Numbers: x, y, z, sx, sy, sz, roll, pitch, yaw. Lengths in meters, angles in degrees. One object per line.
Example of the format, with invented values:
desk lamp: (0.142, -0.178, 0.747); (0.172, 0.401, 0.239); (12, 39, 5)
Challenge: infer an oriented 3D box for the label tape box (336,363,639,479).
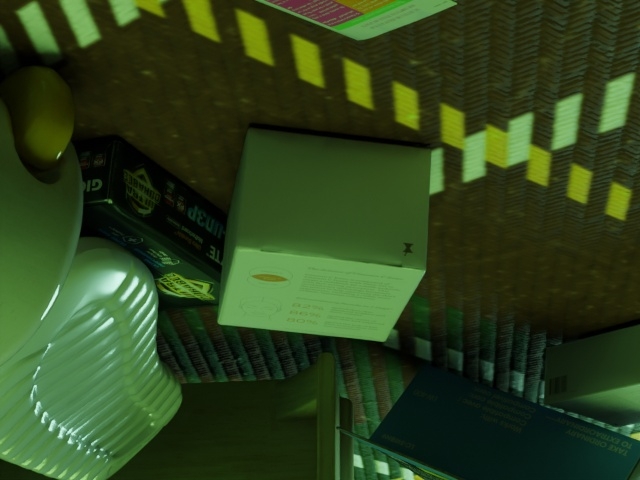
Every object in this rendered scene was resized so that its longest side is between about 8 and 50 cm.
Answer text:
label tape box: (0.198, 0.211, 1.588); (0.240, 0.106, 0.333); (19, 168, 31)

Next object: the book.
book: (-0.011, -0.150, 0.902); (0.144, 0.035, 0.096); (18, 158, -31)

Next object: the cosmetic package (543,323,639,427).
cosmetic package: (0.312, 0.106, 1.462); (0.099, 0.060, 0.239); (22, 153, -34)

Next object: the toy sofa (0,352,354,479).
toy sofa: (-0.150, 0.215, 1.591); (0.362, 0.150, 0.177); (-2, 146, 3)

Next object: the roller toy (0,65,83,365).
roller toy: (-0.249, -0.013, 1.082); (0.191, 0.209, 0.146); (-3, 160, 45)

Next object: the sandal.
sandal: (-0.207, 0.095, 1.320); (0.102, 0.169, 0.416); (42, 164, 17)

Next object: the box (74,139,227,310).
box: (-0.170, -0.003, 1.285); (0.175, 0.051, 0.220); (-6, 157, 26)

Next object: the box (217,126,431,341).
box: (0.000, 0.000, 1.203); (0.130, 0.091, 0.170); (7, 159, -6)
